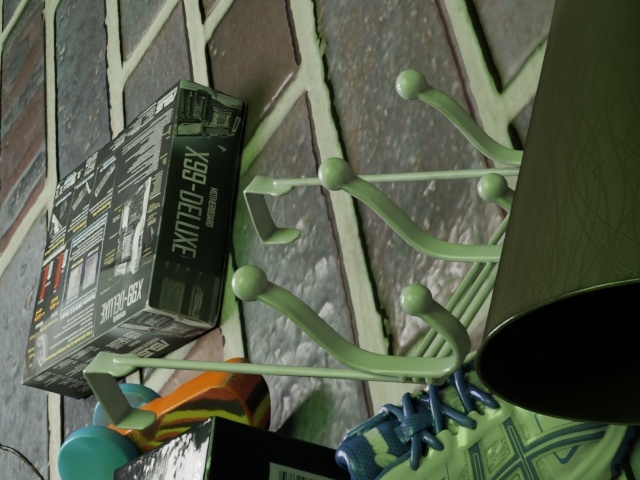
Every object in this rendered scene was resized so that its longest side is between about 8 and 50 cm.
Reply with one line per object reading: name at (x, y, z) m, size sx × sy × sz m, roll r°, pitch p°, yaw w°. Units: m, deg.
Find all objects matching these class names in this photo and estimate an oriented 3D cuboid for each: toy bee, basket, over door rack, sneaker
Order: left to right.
toy bee at (-0.155, 0.204, 1.296) m, size 0.298 × 0.162 × 0.195 m, roll -10°, pitch 22°, yaw 43°
over door rack at (0.000, 0.000, 1.008) m, size 0.324 × 0.108 × 0.239 m, roll -14°, pitch 27°, yaw 43°
sneaker at (0.084, 0.129, 0.913) m, size 0.296 × 0.131 × 0.112 m, roll -62°, pitch 27°, yaw 13°
basket at (0.184, -0.037, 0.820) m, size 0.204 × 0.154 × 0.227 m, roll -18°, pitch 51°, yaw 35°

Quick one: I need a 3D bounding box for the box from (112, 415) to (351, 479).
box at (-0.051, 0.202, 1.081) m, size 0.158 × 0.156 × 0.093 m, roll -34°, pitch 44°, yaw 49°

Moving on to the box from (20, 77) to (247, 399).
box at (-0.194, 0.007, 1.551) m, size 0.307 × 0.076 × 0.242 m, roll -31°, pitch 47°, yaw 51°
